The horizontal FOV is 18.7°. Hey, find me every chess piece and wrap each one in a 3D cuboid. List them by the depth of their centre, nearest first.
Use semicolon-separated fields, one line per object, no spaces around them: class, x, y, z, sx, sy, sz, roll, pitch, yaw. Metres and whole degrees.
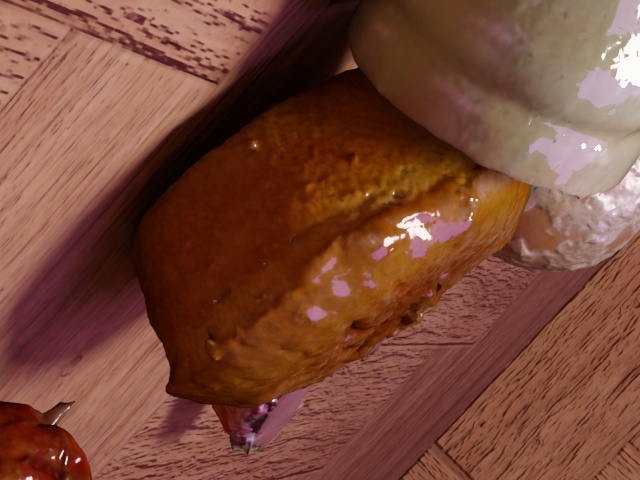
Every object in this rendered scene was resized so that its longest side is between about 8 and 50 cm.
chess piece;0.218;-0.263;1.272;0.234;0.234;0.442;-24;151;-57

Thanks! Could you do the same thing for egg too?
egg;0.250;-0.070;1.959;0.233;0.195;0.195;-46;167;22

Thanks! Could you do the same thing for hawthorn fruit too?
hawthorn fruit;-0.251;0.200;1.366;0.173;0.173;0.179;-17;123;-63

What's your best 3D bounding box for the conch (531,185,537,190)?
conch;0.150;-0.105;1.671;0.196;0.134;0.202;-44;168;-12

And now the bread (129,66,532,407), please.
bread;0.003;-0.001;1.416;0.312;0.172;0.312;-31;169;-6

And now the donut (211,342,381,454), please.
donut;-0.013;0.099;1.895;0.233;0.085;0.199;-39;166;-23
